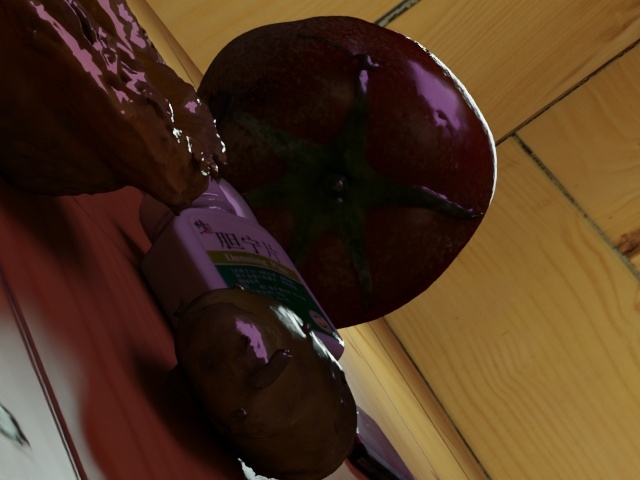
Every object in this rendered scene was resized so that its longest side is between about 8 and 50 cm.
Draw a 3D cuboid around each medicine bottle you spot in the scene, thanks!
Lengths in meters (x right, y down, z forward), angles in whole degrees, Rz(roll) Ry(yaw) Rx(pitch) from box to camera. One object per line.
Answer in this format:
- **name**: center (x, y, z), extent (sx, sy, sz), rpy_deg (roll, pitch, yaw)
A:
- **medicine bottle**: center (-0.066, 0.031, 1.319), extent (0.119, 0.069, 0.183), rpy_deg (13, 32, -44)

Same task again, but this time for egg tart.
- **egg tart**: center (-0.171, -0.125, 1.090), extent (0.288, 0.118, 0.288), rpy_deg (59, 4, -6)

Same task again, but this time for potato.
- **potato**: center (-0.036, 0.087, 1.116), extent (0.117, 0.090, 0.225), rpy_deg (51, -2, 21)

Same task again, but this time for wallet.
- **wallet**: center (0.043, 0.198, 1.853), extent (0.119, 0.025, 0.232), rpy_deg (56, 3, 26)

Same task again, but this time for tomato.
- **tomato**: center (0.008, -0.066, 1.772), extent (0.303, 0.303, 0.239), rpy_deg (54, 4, -7)

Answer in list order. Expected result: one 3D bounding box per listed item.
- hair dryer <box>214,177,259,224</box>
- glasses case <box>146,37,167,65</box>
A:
- **hair dryer**: center (-0.058, 0.072, 1.440), extent (0.206, 0.075, 0.237), rpy_deg (60, 9, -15)
- **glasses case**: center (-0.224, -0.216, 1.933), extent (0.267, 0.067, 0.103), rpy_deg (53, 4, -24)
